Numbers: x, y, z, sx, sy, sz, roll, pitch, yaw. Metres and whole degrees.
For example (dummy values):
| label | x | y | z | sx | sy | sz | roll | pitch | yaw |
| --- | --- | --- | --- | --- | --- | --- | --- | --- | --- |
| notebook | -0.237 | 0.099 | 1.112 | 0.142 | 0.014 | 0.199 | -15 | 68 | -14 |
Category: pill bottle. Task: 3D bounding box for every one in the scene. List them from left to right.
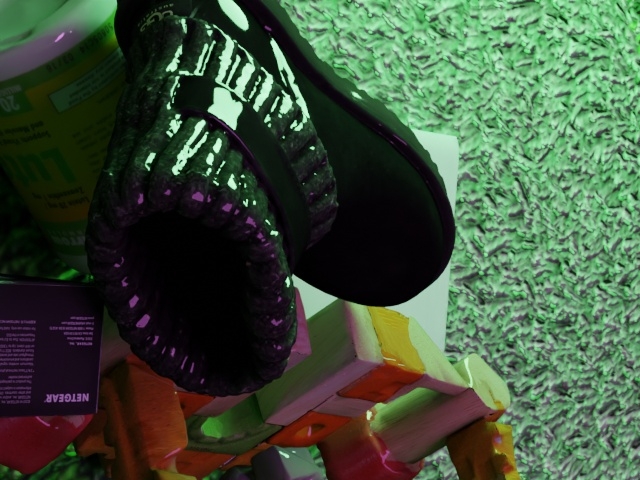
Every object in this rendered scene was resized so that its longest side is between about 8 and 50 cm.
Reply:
| label | x | y | z | sx | sy | sz | roll | pitch | yaw |
| --- | --- | --- | --- | --- | --- | --- | --- | --- | --- |
| pill bottle | -0.150 | -0.063 | 1.232 | 0.136 | 0.136 | 0.246 | -50 | 127 | -33 |

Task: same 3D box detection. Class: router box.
| label | x | y | z | sx | sy | sz | roll | pitch | yaw |
| --- | --- | --- | --- | --- | --- | --- | --- | --- | --- |
| router box | -0.315 | 0.049 | 0.978 | 0.308 | 0.243 | 0.081 | 4 | 90 | -48 |

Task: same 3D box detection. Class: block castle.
| label | x | y | z | sx | sy | sz | roll | pitch | yaw |
| --- | --- | --- | --- | --- | --- | --- | --- | --- | --- |
| block castle | -0.035 | 0.215 | 1.257 | 0.453 | 0.213 | 0.303 | 15 | 49 | -47 |

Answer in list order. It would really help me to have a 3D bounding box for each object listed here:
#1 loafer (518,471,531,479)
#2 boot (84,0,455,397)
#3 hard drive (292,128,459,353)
| label | x | y | z | sx | sy | sz | roll | pitch | yaw |
| --- | --- | --- | --- | --- | --- | --- | --- | --- | --- |
| loafer | 0.199 | 0.308 | 1.718 | 0.061 | 0.062 | 0.170 | -25 | 113 | -50 |
| boot | -0.023 | 0.001 | 1.114 | 0.348 | 0.131 | 0.260 | 43 | 28 | -36 |
| hard drive | 0.000 | 0.000 | 1.479 | 0.318 | 0.040 | 0.210 | 5 | 89 | -49 |
